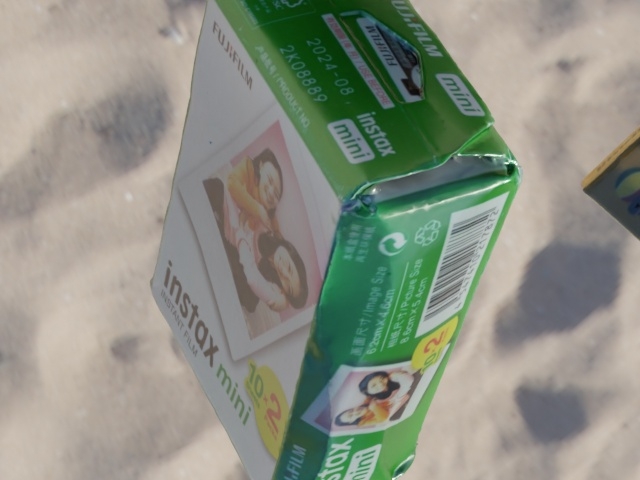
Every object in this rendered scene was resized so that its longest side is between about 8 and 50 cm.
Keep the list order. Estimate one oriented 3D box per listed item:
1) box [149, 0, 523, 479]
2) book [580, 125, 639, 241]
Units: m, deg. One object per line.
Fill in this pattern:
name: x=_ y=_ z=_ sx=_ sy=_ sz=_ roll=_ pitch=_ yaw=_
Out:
box: x=0.000 y=0.000 z=0.970 sx=0.103 sy=0.180 sz=0.250 roll=-11 pitch=140 yaw=-26
book: x=0.339 y=-0.072 z=1.205 sx=0.208 sy=0.020 sz=0.295 roll=39 pitch=109 yaw=-19
